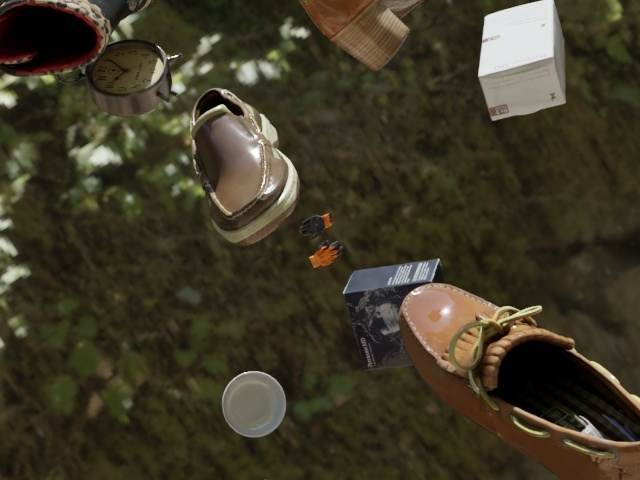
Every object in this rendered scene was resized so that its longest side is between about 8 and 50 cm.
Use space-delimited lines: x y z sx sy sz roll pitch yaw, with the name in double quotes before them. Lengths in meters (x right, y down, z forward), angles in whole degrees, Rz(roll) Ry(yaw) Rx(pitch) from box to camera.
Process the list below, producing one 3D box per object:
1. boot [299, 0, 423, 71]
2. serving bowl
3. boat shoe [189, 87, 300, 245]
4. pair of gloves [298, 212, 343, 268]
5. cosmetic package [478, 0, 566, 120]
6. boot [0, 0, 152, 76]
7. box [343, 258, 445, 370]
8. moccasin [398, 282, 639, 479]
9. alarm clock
"boot" 0.040 -0.376 1.754 0.109 0.220 0.283 -34 20 45
"serving bowl" -0.087 0.210 1.648 0.083 0.083 0.027 -35 1 -17
"boat shoe" -0.090 -0.080 1.237 0.095 0.095 0.257 -39 23 6
"pair of gloves" 0.000 0.000 2.089 0.074 0.083 0.010 -23 -7 40
"cosmetic package" 0.311 -0.280 1.970 0.117 0.085 0.231 -13 27 16
"boot" -0.457 -0.355 1.948 0.377 0.138 0.284 4 30 3
"box" 0.139 0.128 2.195 0.158 0.156 0.093 -9 22 19
"moccasin" 0.210 0.142 1.344 0.139 0.147 0.380 -26 38 -15
"alarm clock" -0.315 -0.250 1.994 0.192 0.064 0.129 6 51 5
